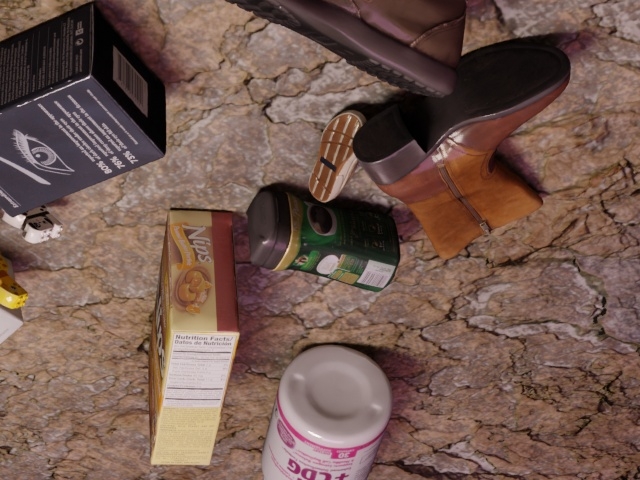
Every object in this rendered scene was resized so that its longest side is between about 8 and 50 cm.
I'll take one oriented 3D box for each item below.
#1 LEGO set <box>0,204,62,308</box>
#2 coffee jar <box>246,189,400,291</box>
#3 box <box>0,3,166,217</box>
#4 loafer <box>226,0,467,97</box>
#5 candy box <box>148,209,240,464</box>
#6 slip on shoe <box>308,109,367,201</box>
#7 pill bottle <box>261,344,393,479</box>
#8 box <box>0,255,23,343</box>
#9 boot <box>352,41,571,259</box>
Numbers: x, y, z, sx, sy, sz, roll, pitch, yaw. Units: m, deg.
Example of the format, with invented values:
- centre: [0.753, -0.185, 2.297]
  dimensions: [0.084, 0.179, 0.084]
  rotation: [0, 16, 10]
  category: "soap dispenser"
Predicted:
- centre: [-0.379, 0.030, 1.715]
  dimensions: [0.227, 0.093, 0.087]
  rotation: [-21, 146, -55]
  category: "LEGO set"
- centre: [0.000, 0.000, 1.835]
  dimensions: [0.184, 0.096, 0.079]
  rotation: [13, 136, -21]
  category: "coffee jar"
- centre: [-0.289, -0.135, 1.612]
  dimensions: [0.207, 0.108, 0.153]
  rotation: [-19, 141, 17]
  category: "box"
- centre: [-0.005, -0.270, 1.487]
  dimensions: [0.366, 0.130, 0.134]
  rotation: [26, 177, -27]
  category: "loafer"
- centre: [-0.165, 0.129, 1.910]
  dimensions: [0.087, 0.183, 0.316]
  rotation: [1, 142, -10]
  category: "candy box"
- centre: [0.027, -0.101, 1.755]
  dimensions: [0.041, 0.051, 0.135]
  rotation: [-29, 151, -42]
  category: "slip on shoe"
- centre: [0.001, 0.289, 2.157]
  dimensions: [0.160, 0.160, 0.283]
  rotation: [2, 142, -10]
  category: "pill bottle"
- centre: [-0.490, 0.076, 1.823]
  dimensions: [0.182, 0.119, 0.181]
  rotation: [-39, 134, 17]
  category: "box"
- centre: [0.205, -0.090, 1.751]
  dimensions: [0.264, 0.096, 0.280]
  rotation: [-33, 143, 11]
  category: "boot"
